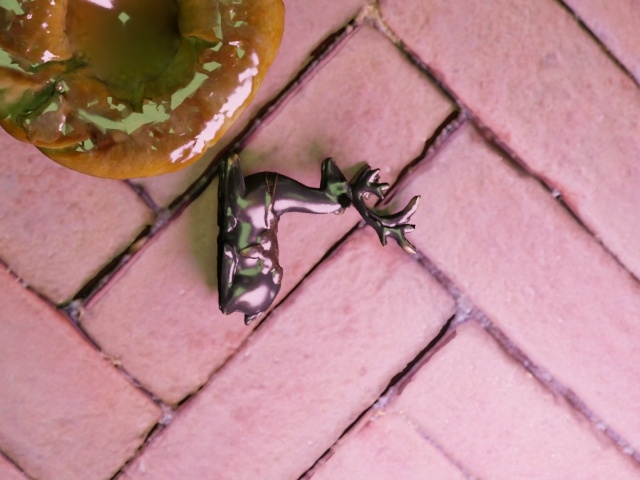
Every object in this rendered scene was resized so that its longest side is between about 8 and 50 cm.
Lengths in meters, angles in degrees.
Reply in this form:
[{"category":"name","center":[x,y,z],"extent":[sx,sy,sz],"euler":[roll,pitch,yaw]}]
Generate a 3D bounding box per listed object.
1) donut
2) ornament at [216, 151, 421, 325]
[{"category":"donut","center":[-0.213,-0.250,1.603],"extent":[0.360,0.170,0.360],"euler":[-3,107,-9]},{"category":"ornament","center":[0.000,0.000,1.723],"extent":[0.236,0.080,0.202],"euler":[0,98,-7]}]
